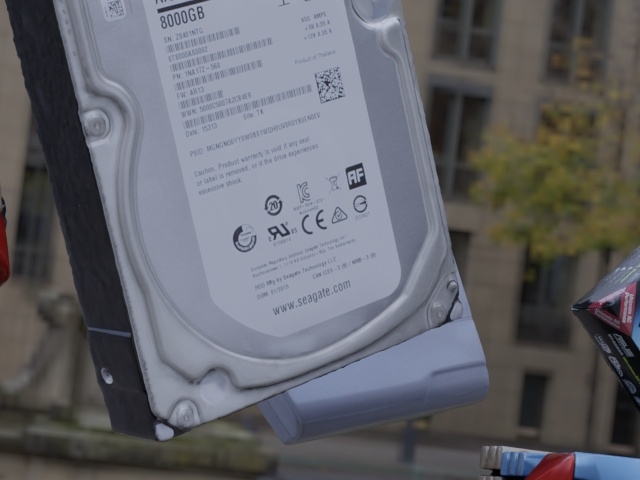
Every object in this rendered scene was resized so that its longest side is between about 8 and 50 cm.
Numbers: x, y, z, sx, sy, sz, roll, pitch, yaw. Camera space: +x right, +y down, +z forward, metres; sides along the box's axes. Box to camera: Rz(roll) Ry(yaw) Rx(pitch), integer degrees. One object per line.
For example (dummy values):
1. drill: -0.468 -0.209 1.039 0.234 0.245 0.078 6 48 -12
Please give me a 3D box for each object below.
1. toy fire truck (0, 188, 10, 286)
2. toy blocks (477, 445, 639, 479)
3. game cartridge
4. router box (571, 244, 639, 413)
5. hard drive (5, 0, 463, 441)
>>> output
1. toy fire truck: -0.215 0.071 0.751 0.217 0.246 0.158 -21 -41 7
2. toy blocks: 0.202 0.175 1.115 0.261 0.190 0.381 7 -6 -8
3. game cartridge: 0.000 0.000 1.501 0.196 0.294 0.060 -11 -16 -25
4. router box: 0.200 0.036 1.019 0.122 0.092 0.038 -40 13 -23
5. hard drive: -0.049 -0.081 1.147 0.237 0.339 0.064 -19 12 -34
